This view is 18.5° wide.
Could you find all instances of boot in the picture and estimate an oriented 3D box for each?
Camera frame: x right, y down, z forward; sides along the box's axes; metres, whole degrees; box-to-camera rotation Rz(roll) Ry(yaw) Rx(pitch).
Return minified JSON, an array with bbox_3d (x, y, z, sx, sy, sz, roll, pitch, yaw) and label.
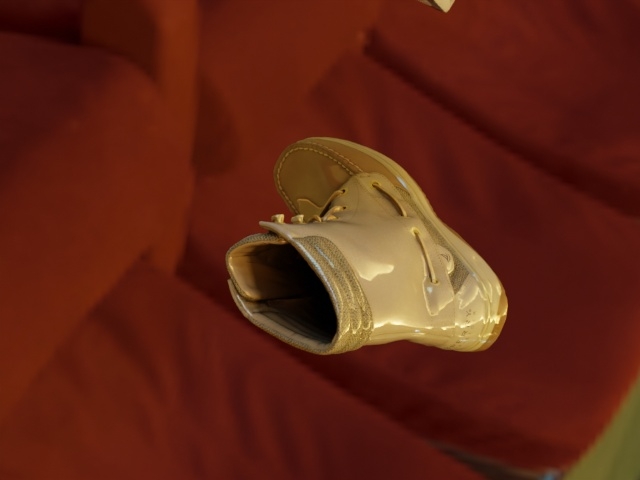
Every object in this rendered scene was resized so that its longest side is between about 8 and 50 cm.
[{"bbox_3d":[0.000,0.000,1.272,0.165,0.213,0.077,-2,126,-44],"label":"boot"}]

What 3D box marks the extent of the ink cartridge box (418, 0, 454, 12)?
[{"bbox_3d":[-0.070,-0.243,1.228,0.065,0.333,0.165,-65,163,3],"label":"ink cartridge box"}]
